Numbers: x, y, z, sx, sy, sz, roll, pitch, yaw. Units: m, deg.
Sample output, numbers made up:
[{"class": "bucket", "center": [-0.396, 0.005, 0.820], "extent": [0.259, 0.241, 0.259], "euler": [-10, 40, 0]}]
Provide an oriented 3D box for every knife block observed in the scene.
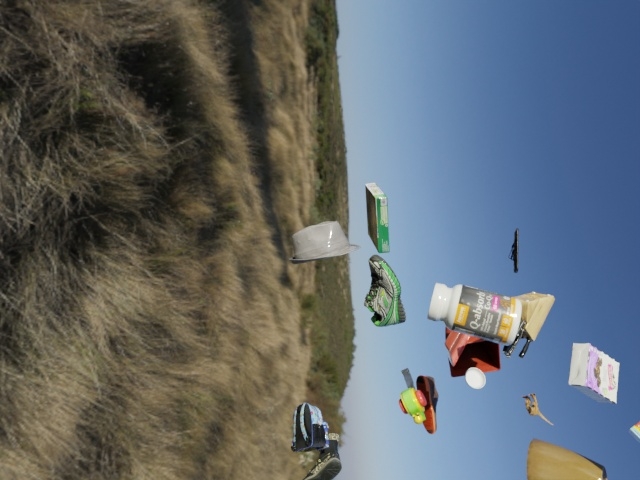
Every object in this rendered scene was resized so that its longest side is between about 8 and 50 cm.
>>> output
[{"class": "knife block", "center": [0.829, 0.346, 1.768], "extent": [0.088, 0.275, 0.242], "euler": [9, -79, 55]}]

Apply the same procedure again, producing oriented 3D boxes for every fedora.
[{"class": "fedora", "center": [0.000, 0.000, 1.609], "extent": [0.243, 0.275, 0.125], "euler": [-19, 94, -48]}]

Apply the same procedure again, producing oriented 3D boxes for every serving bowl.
[{"class": "serving bowl", "center": [0.622, 0.560, 1.771], "extent": [0.027, 0.083, 0.083], "euler": [100, -10, -58]}]

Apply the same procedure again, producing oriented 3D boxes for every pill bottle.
[{"class": "pill bottle", "center": [0.512, 0.240, 1.474], "extent": [0.162, 0.278, 0.162], "euler": [13, 90, -73]}]

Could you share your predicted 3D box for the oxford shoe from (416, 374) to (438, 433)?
[{"class": "oxford shoe", "center": [0.547, 0.803, 2.153], "extent": [0.097, 0.098, 0.272], "euler": [-36, -130, 54]}]

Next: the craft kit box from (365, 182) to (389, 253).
[{"class": "craft kit box", "center": [0.249, -0.104, 1.926], "extent": [0.247, 0.060, 0.250], "euler": [-96, 180, -70]}]

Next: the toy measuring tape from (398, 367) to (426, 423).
[{"class": "toy measuring tape", "center": [0.400, 0.679, 1.979], "extent": [0.330, 0.121, 0.122], "euler": [-96, -177, -61]}]

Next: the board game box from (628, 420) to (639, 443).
[{"class": "board game box", "center": [1.224, 0.624, 1.491], "extent": [0.144, 0.275, 0.142], "euler": [39, 11, -50]}]

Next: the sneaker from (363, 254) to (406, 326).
[{"class": "sneaker", "center": [0.242, 0.214, 1.749], "extent": [0.134, 0.146, 0.344], "euler": [-123, -165, -64]}]

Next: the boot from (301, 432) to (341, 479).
[{"class": "boot", "center": [0.002, 0.948, 1.858], "extent": [0.236, 0.085, 0.179], "euler": [-47, -169, 15]}]

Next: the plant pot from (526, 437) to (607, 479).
[{"class": "plant pot", "center": [0.999, 0.945, 1.766], "extent": [0.237, 0.254, 0.237], "euler": [13, 72, -49]}]

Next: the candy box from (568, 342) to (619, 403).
[{"class": "candy box", "center": [1.040, 0.504, 1.663], "extent": [0.070, 0.196, 0.165], "euler": [-23, -138, 58]}]

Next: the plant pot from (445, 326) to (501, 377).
[{"class": "plant pot", "center": [0.814, 0.557, 2.409], "extent": [0.236, 0.267, 0.268], "euler": [-89, 164, -54]}]

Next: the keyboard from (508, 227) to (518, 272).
[{"class": "keyboard", "center": [0.840, 0.050, 1.906], "extent": [0.100, 0.038, 0.192], "euler": [44, 52, -62]}]

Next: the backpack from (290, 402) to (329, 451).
[{"class": "backpack", "center": [-0.044, 0.752, 1.770], "extent": [0.158, 0.116, 0.173], "euler": [-45, -139, 42]}]

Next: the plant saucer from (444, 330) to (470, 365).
[{"class": "plant saucer", "center": [0.678, 0.457, 2.125], "extent": [0.258, 0.047, 0.259], "euler": [-54, 147, -16]}]

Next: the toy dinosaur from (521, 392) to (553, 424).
[{"class": "toy dinosaur", "center": [0.880, 0.697, 1.807], "extent": [0.211, 0.064, 0.112], "euler": [28, 47, -41]}]
